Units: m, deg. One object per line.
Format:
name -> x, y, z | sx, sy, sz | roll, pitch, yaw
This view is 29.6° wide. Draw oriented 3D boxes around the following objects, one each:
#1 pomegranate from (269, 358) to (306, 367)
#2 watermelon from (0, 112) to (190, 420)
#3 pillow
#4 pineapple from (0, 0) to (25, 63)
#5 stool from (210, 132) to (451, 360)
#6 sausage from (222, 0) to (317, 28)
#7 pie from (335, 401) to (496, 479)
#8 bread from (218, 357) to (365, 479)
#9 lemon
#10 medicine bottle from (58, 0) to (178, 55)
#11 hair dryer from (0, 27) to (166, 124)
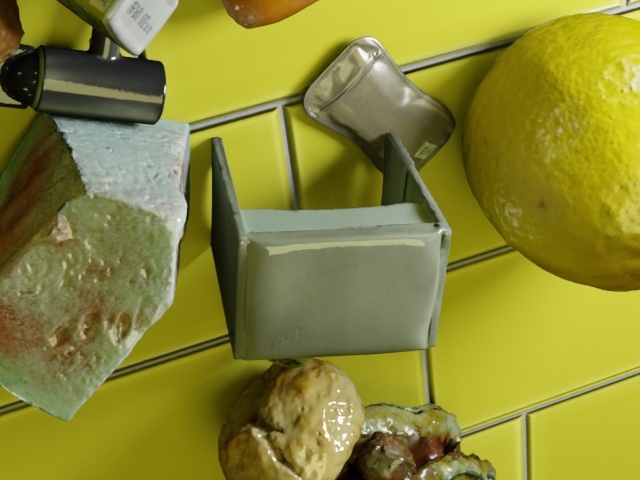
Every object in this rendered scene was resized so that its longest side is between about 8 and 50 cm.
pomegranate -> -0.046, 0.079, 1.623 | 0.143, 0.122, 0.169 | 65, 46, -64
watermelon -> -0.241, -0.003, 1.364 | 0.228, 0.258, 0.387 | 37, 65, -29
pillow -> 0.081, -0.166, 1.575 | 0.217, 0.033, 0.130 | 35, 103, -35
pineapple -> -0.455, -0.207, 1.263 | 0.278, 0.158, 0.158 | -25, 127, 7
stool -> 0.000, 0.000, 1.476 | 0.243, 0.270, 0.170 | -2, 121, -11
sausage -> 0.005, -0.339, 1.395 | 0.274, 0.105, 0.105 | -30, 127, -4
pie -> 0.058, 0.433, 1.842 | 0.395, 0.180, 0.418 | 14, 120, -51
bread -> -0.048, 0.256, 1.661 | 0.134, 0.244, 0.244 | 36, 102, -14
lemon -> 0.380, -0.094, 1.563 | 0.364, 0.364, 0.364 | -11, 123, -17
medicine bottle -> -0.251, -0.288, 1.255 | 0.088, 0.188, 0.132 | -53, 171, -2
hair dryer -> -0.261, -0.259, 1.357 | 0.195, 0.078, 0.248 | 5, 108, -26
